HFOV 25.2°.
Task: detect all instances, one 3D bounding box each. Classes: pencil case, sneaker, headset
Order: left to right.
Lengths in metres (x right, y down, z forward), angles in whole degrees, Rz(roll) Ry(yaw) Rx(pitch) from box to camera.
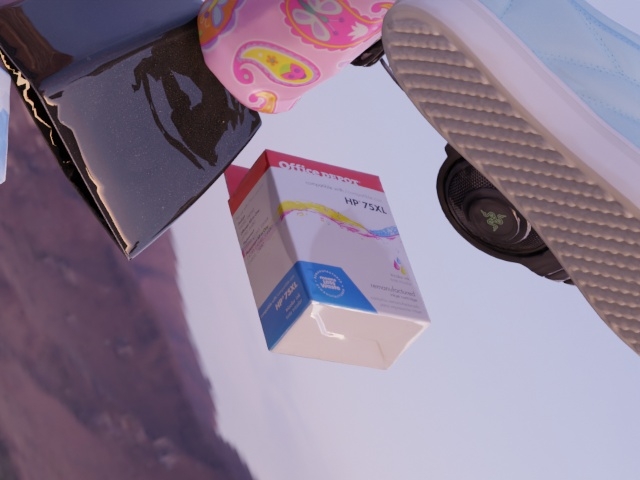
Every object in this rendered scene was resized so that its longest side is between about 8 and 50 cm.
[{"bbox_3d":[0.032,-0.213,1.110,0.124,0.284,0.124,34,38,-31],"label":"pencil case"},{"bbox_3d":[0.191,-0.112,1.279,0.185,0.394,0.243,-28,-132,49],"label":"headset"},{"bbox_3d":[0.211,-0.055,0.925,0.366,0.150,0.135,50,-22,8],"label":"sneaker"}]

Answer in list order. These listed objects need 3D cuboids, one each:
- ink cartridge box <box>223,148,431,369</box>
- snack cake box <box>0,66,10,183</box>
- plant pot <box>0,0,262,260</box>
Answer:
[{"bbox_3d":[0.000,0.000,1.328,0.078,0.134,0.231,-52,-139,36],"label":"ink cartridge box"},{"bbox_3d":[-0.325,-0.113,0.872,0.264,0.152,0.089,46,37,-58],"label":"snack cake box"},{"bbox_3d":[-0.164,-0.132,1.245,0.187,0.167,0.188,44,-17,52],"label":"plant pot"}]
